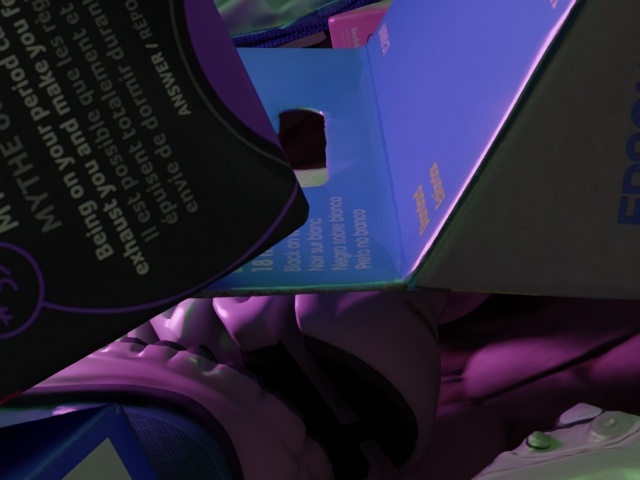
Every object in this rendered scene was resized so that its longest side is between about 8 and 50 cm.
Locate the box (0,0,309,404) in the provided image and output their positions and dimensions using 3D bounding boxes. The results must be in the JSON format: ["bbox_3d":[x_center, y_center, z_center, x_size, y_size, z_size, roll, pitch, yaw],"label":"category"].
[{"bbox_3d":[-0.168,-0.012,0.405,0.270,0.165,0.143,-30,11,-24],"label":"box"}]

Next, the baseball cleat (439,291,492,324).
[{"bbox_3d":[0.000,0.000,0.723,0.206,0.072,0.109,5,23,34],"label":"baseball cleat"}]

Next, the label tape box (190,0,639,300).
[{"bbox_3d":[0.123,-0.070,0.558,0.333,0.106,0.241,2,23,-3],"label":"label tape box"}]

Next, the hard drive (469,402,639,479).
[{"bbox_3d":[0.025,0.159,0.321,0.339,0.064,0.237,-34,25,-27],"label":"hard drive"}]

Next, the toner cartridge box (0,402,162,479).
[{"bbox_3d":[-0.199,0.139,0.452,0.348,0.075,0.165,-16,15,40],"label":"toner cartridge box"}]

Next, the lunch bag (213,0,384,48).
[{"bbox_3d":[-0.136,-0.192,0.965,0.385,0.239,0.328,7,9,-4],"label":"lunch bag"}]

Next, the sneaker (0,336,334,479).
[{"bbox_3d":[-0.129,0.093,0.566,0.275,0.107,0.110,-7,39,36],"label":"sneaker"}]

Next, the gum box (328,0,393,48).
[{"bbox_3d":[0.097,-0.095,0.795,0.107,0.062,0.188,-5,12,30],"label":"gum box"}]

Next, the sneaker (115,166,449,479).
[{"bbox_3d":[-0.079,0.022,0.641,0.292,0.110,0.118,0,49,28],"label":"sneaker"}]
